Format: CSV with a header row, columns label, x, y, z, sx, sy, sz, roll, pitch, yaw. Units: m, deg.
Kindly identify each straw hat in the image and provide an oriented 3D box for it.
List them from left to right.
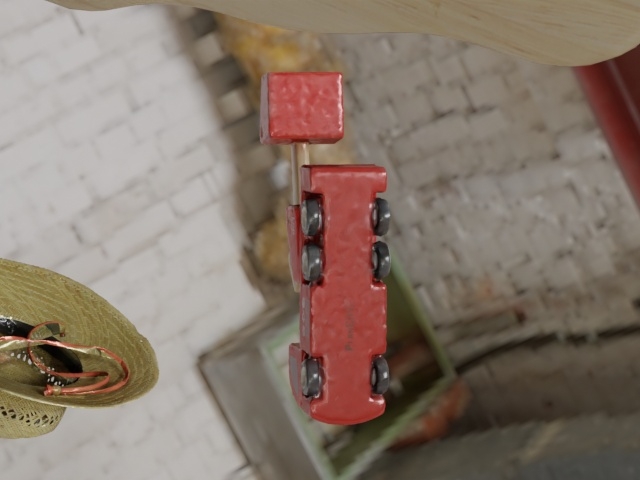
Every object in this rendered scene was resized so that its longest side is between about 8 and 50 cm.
label,x,y,z,sx,sy,sz,roll,pitch,yaw
straw hat,-0.162,0.071,0.870,0.061,0.144,0.144,-68,171,24

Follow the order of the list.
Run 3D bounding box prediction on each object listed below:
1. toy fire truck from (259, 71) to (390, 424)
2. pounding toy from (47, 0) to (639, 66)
label,x,y,z,sx,sy,sz,roll,pitch,yaw
toy fire truck,0.000,0.000,0.936,0.047,0.192,0.135,-1,-175,-13
pounding toy,-0.003,-0.145,0.372,0.270,0.154,0.155,11,-149,28
